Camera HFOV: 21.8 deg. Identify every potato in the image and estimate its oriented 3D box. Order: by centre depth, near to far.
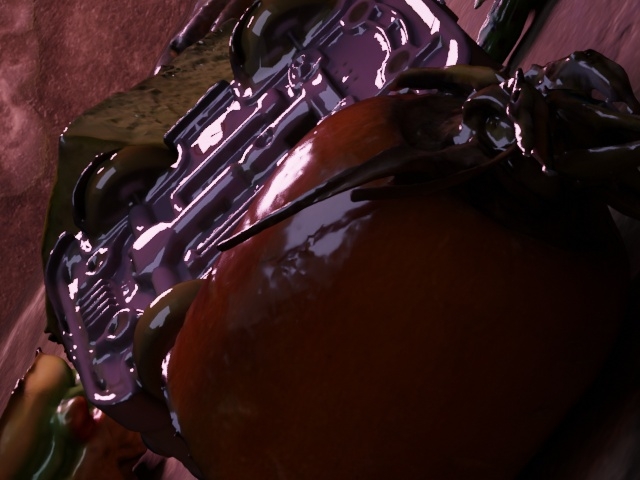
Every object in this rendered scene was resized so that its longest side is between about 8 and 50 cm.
[{"bbox_3d":[-0.067,0.005,1.373,0.330,0.213,0.280,-44,-33,-59],"label":"potato"}]

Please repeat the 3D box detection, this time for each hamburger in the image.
[{"bbox_3d":[-0.254,0.227,1.616,0.237,0.149,0.237,-156,90,-87],"label":"hamburger"}]

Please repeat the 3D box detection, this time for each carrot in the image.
[{"bbox_3d":[0.043,0.029,0.849,0.331,0.214,0.193,-51,20,21],"label":"carrot"}]

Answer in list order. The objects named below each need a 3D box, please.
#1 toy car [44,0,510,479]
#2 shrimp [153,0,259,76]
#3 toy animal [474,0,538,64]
[{"bbox_3d":[0.000,0.000,1.124,0.336,0.226,0.242,-43,35,6],"label":"toy car"},{"bbox_3d":[-0.053,-0.252,1.701,0.221,0.110,0.445,-37,19,46],"label":"shrimp"},{"bbox_3d":[0.134,-0.167,1.268,0.216,0.041,0.075,-66,15,-1],"label":"toy animal"}]
